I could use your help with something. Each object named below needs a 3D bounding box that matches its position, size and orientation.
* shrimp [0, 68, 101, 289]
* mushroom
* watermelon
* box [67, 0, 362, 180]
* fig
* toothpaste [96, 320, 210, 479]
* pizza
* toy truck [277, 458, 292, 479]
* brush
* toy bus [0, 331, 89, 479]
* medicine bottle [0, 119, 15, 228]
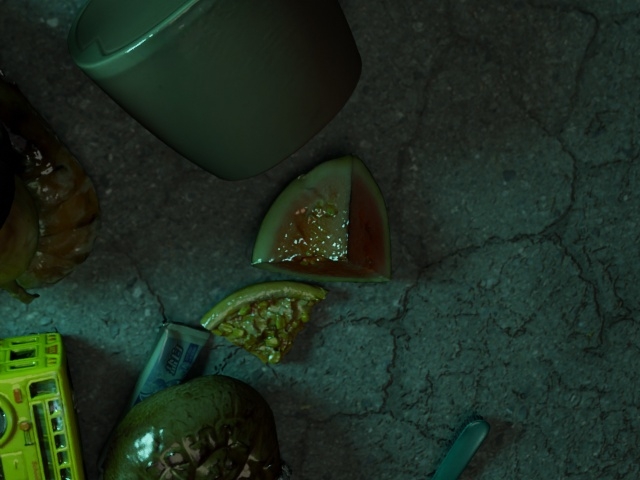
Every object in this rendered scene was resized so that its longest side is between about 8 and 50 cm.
[{"bbox_3d":[-0.422,-0.080,1.274,0.233,0.071,0.365,-34,120,6],"label":"shrimp"},{"bbox_3d":[-0.169,0.295,1.418,0.253,0.153,0.253,-16,124,-25],"label":"mushroom"},{"bbox_3d":[-0.001,-0.009,1.394,0.145,0.137,0.193,-6,117,26],"label":"watermelon"},{"bbox_3d":[-0.104,-0.219,1.178,0.301,0.301,0.216,-40,119,3],"label":"box"},{"bbox_3d":[-0.383,0.007,1.232,0.159,0.159,0.257,-26,146,-3],"label":"fig"},{"bbox_3d":[-0.238,0.228,1.450,0.069,0.047,0.268,27,99,-11],"label":"toothpaste"},{"bbox_3d":[-0.074,0.115,1.447,0.178,0.041,0.131,-2,113,-13],"label":"pizza"},{"bbox_3d":[-0.059,0.336,1.513,0.032,0.083,0.024,-33,98,6],"label":"toy truck"},{"bbox_3d":[0.195,0.335,1.610,0.043,0.032,0.193,16,118,-24],"label":"brush"},{"bbox_3d":[-0.374,0.292,1.385,0.152,0.144,0.330,-8,111,-12],"label":"toy bus"},{"bbox_3d":[-0.474,-0.156,1.052,0.242,0.395,0.242,-28,149,-19],"label":"medicine bottle"}]
